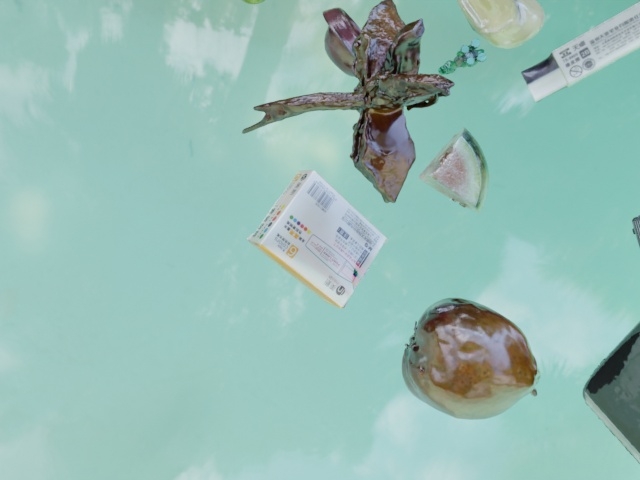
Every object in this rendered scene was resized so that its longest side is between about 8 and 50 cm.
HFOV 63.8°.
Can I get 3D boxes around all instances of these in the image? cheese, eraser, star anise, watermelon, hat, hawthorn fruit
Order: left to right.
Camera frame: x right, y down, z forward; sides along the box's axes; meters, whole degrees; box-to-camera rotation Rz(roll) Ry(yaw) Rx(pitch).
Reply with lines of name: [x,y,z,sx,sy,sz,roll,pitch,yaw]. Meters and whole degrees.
star anise: [0.016,-0.120,0.423,0.144,0.140,0.158,1,52,-15]
hat: [0.067,-0.442,1.194,0.205,0.089,0.205,42,25,-24]
watermelon: [0.471,-0.243,1.782,0.232,0.193,0.310,-2,91,1]
hawthorn fruit: [0.362,0.296,1.269,0.325,0.308,0.308,22,42,31]
cheese: [0.457,-0.621,1.330,0.266,0.127,0.233,55,42,0]
eraser: [0.709,-0.484,1.270,0.098,0.404,0.096,63,28,0]

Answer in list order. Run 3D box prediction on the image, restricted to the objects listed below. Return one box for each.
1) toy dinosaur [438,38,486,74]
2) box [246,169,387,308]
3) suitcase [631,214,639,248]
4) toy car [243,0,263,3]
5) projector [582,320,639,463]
toy dinosaur: [0.361,-0.455,1.289,0.132,0.096,0.059,-27,96,-20]
box: [0.000,0.000,1.213,0.274,0.091,0.221,42,75,-24]
suitcase: [0.647,0.001,0.966,0.059,0.086,0.126,-9,82,-30]
toy car: [-0.183,-0.696,1.215,0.235,0.145,0.235,-1,60,2]
projector: [0.846,0.326,1.068,0.242,0.405,0.395,1,38,-30]
